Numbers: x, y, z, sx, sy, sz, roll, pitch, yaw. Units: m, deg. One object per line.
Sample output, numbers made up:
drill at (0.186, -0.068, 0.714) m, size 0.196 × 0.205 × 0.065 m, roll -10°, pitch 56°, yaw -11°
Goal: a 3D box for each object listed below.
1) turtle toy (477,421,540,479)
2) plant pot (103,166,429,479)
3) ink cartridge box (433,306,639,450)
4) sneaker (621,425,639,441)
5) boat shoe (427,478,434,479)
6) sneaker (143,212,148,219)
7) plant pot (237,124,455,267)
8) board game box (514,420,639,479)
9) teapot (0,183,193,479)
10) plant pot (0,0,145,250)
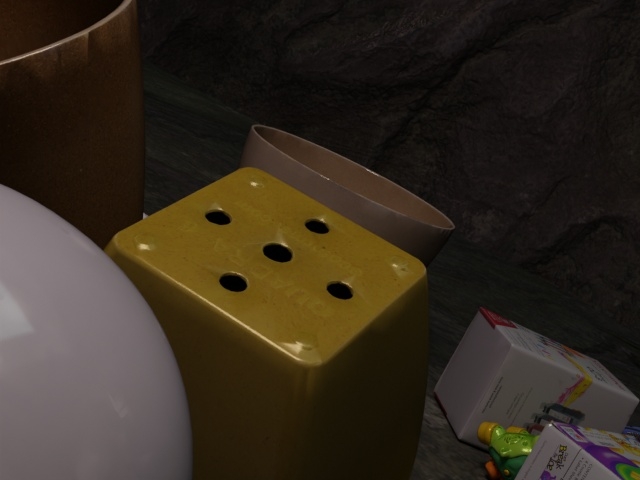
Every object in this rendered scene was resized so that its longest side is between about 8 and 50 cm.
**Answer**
turtle toy at (0.224, 0.232, 1.053) m, size 0.095 × 0.066 × 0.130 m, roll 4°, pitch -11°, yaw 46°
plant pot at (-0.047, 0.080, 0.639) m, size 0.212 × 0.187 × 0.212 m, roll 31°, pitch 34°, yaw 19°
ink cartridge box at (0.248, 0.183, 1.178) m, size 0.176 × 0.127 × 0.128 m, roll 25°, pitch 11°, yaw -14°
sneaker at (0.399, 0.288, 1.181) m, size 0.087 × 0.083 × 0.221 m, roll 3°, pitch 22°, yaw -46°
boat shoe at (0.177, 0.258, 0.670) m, size 0.324 × 0.117 × 0.096 m, roll 21°, pitch 4°, yaw 40°
sneaker at (-0.262, -0.007, 0.940) m, size 0.232 × 0.115 × 0.090 m, roll 12°, pitch -31°, yaw 18°
plant pot at (0.000, 0.000, 1.285) m, size 0.284 × 0.191 × 0.284 m, roll 26°, pitch 11°, yaw -5°
board game box at (0.272, 0.277, 0.760) m, size 0.142 × 0.144 × 0.275 m, roll 17°, pitch 15°, yaw -42°
teapot at (-0.169, 0.097, 0.343) m, size 0.256 × 0.253 × 0.187 m, roll -6°, pitch 19°, yaw 1°
plant pot at (-0.224, -0.035, 0.725) m, size 0.237 × 0.254 × 0.237 m, roll -6°, pitch 29°, yaw 3°
